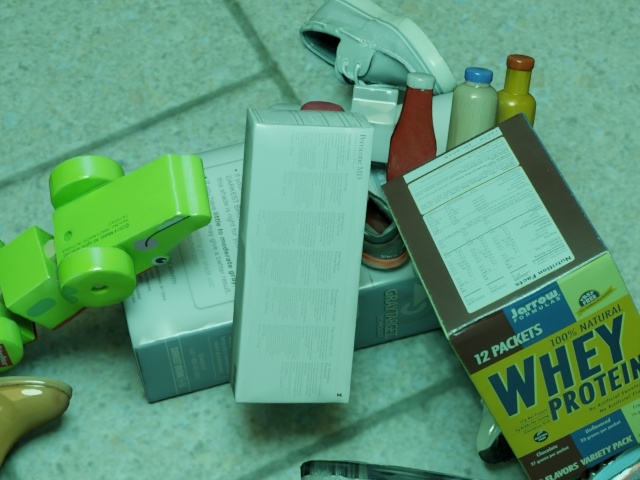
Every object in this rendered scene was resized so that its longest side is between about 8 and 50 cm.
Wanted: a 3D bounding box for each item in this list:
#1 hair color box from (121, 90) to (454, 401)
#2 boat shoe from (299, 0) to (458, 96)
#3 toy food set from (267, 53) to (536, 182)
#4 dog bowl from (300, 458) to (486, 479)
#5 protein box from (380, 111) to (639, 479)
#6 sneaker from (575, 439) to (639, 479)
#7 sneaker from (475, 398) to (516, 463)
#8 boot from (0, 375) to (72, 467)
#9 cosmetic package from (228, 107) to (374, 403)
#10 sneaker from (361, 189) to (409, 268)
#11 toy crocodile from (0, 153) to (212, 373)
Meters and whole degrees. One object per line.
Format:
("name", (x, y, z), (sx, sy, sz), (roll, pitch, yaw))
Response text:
("hair color box", (0.000, 0.000, 1.531), (0.374, 0.114, 0.185), (-14, 58, -6))
("boat shoe", (0.051, -0.176, 1.636), (0.081, 0.079, 0.227), (-39, 36, -8))
("toy food set", (0.068, -0.110, 1.442), (0.232, 0.105, 0.111), (7, 19, 3))
("dog bowl", (0.169, 0.274, 1.202), (0.408, 0.408, 0.150), (11, 78, 9))
("protein box", (0.169, 0.048, 1.353), (0.136, 0.200, 0.201), (-28, 37, 5))
("sneaker", (0.323, 0.200, 1.389), (0.261, 0.104, 0.125), (-20, 70, -17))
("sneaker", (0.162, 0.123, 1.488), (0.075, 0.057, 0.161), (15, 59, 31))
("boot", (-0.293, 0.207, 1.438), (0.197, 0.073, 0.152), (-20, 57, 4))
("cosmetic package", (-0.018, 0.014, 1.386), (0.098, 0.239, 0.060), (2, 18, -9))
("sneaker", (0.013, -0.039, 1.449), (0.158, 0.065, 0.061), (30, 65, 18))
("toy crocodile", (-0.229, 0.028, 1.444), (0.340, 0.105, 0.115), (-30, 56, 21))
